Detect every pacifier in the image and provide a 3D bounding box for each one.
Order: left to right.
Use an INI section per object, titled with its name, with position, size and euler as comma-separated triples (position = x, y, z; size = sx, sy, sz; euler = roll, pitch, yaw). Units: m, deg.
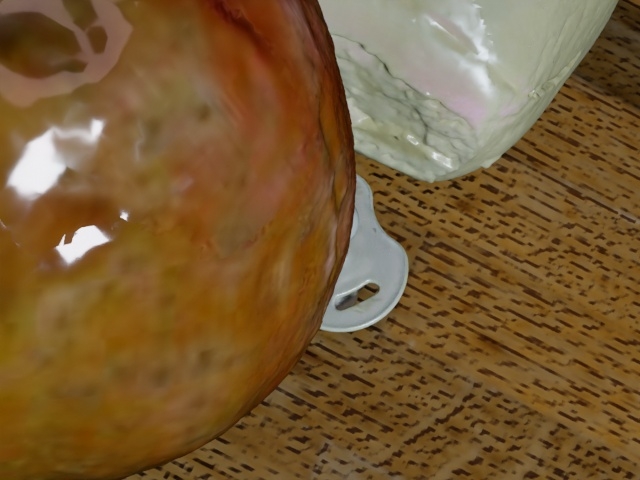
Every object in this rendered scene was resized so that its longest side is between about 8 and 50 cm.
[pacifier]
position = 0.000, 0.000, 0.865
size = 0.068, 0.064, 0.083
euler = -24, 71, -9

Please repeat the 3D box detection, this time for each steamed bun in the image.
[steamed bun]
position = 0.069, -0.153, 0.918
size = 0.170, 0.152, 0.239
euler = 33, 60, 1

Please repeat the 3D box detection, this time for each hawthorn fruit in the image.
[hawthorn fruit]
position = -0.114, -0.054, 0.721
size = 0.277, 0.298, 0.277
euler = 10, 46, -10
